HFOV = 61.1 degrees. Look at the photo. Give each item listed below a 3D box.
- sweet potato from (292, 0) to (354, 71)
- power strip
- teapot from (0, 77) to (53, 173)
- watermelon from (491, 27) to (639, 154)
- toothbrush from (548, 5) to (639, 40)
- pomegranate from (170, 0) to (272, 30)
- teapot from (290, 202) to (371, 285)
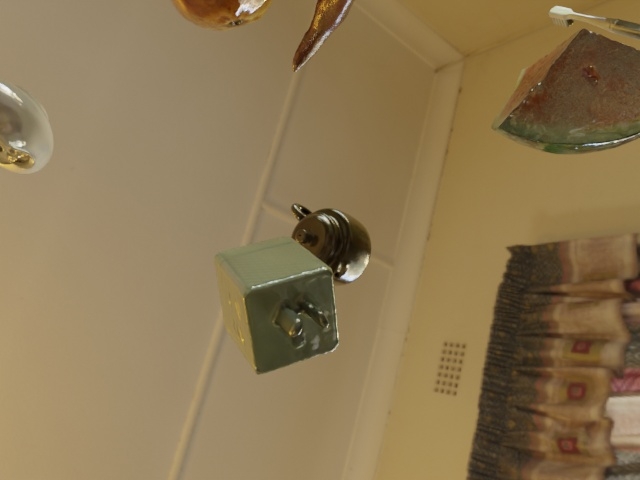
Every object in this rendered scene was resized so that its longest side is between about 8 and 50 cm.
[{"bbox_3d":[0.019,-0.399,0.933,0.058,0.255,0.078,35,-129,-6],"label":"sweet potato"},{"bbox_3d":[-0.056,0.099,0.798,0.139,0.224,0.140,-13,-66,-22],"label":"power strip"},{"bbox_3d":[-0.432,-0.158,0.728,0.092,0.226,0.145,-55,-32,-35],"label":"teapot"},{"bbox_3d":[0.381,-0.212,0.813,0.255,0.260,0.176,-5,-90,6],"label":"watermelon"},{"bbox_3d":[0.478,-0.324,0.842,0.025,0.342,0.030,-42,-54,5],"label":"toothbrush"},{"bbox_3d":[-0.211,-0.591,1.147,0.251,0.229,0.271,-8,-84,-3],"label":"pomegranate"},{"bbox_3d":[0.000,0.000,1.326,0.185,0.268,0.175,-46,-37,15],"label":"teapot"}]
